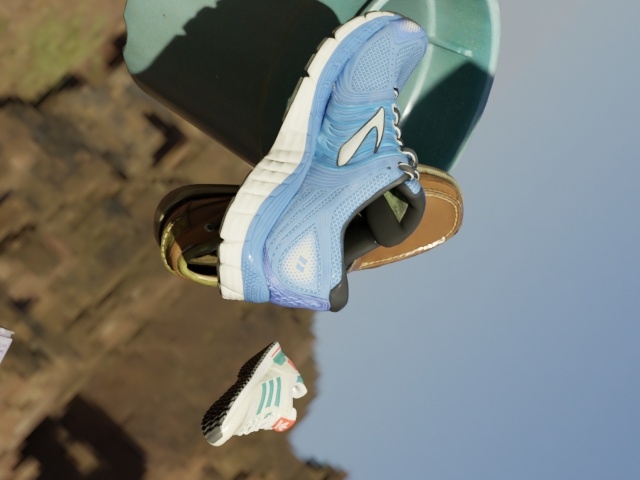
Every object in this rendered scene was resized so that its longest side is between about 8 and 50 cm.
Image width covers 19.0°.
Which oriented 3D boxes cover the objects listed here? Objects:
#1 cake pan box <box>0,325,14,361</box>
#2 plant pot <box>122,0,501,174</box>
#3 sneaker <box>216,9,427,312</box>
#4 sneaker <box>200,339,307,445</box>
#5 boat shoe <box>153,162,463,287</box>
[{"bbox_3d":[-0.329,0.139,1.227,0.246,0.070,0.267,-65,161,-1],"label":"cake pan box"},{"bbox_3d":[-0.028,-0.217,2.202,0.341,0.334,0.341,-36,141,-36],"label":"plant pot"},{"bbox_3d":[0.033,-0.062,1.684,0.130,0.147,0.330,92,21,-57],"label":"sneaker"},{"bbox_3d":[-0.059,0.169,1.930,0.057,0.075,0.161,-37,-171,33],"label":"sneaker"},{"bbox_3d":[0.000,0.000,1.813,0.307,0.111,0.104,-9,-153,-13],"label":"boat shoe"}]
